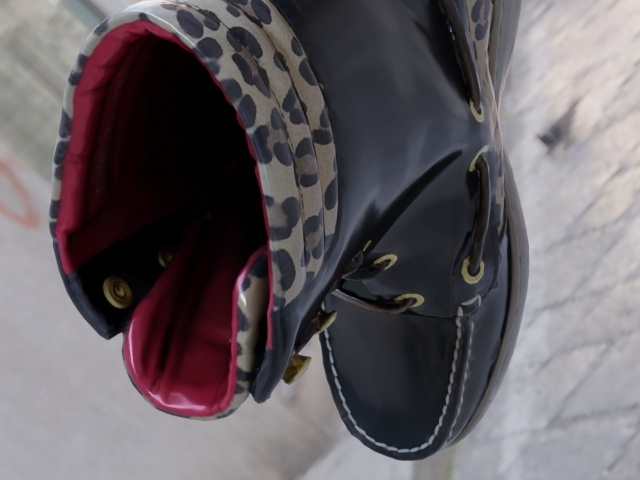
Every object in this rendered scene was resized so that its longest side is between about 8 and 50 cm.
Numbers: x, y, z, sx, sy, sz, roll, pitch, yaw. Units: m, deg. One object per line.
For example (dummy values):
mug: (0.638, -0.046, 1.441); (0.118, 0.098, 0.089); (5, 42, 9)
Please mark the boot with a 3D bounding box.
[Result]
boot: (0.000, 0.000, 0.767); (0.284, 0.138, 0.377); (-42, -37, -51)
